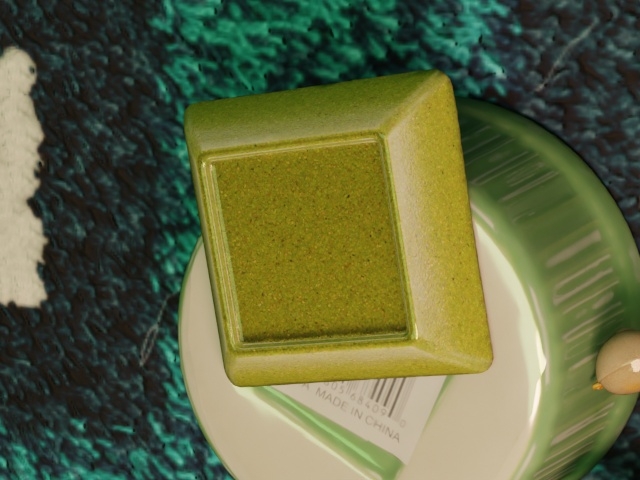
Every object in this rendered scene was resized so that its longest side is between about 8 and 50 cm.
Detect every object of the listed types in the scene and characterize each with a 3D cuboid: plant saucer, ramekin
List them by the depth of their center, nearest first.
[{"bbox_3d":[0.000,0.000,1.189,0.188,0.045,0.188,-6,98,27],"label":"plant saucer"},{"bbox_3d":[0.053,0.061,1.285,0.303,0.148,0.303,6,103,25],"label":"ramekin"}]

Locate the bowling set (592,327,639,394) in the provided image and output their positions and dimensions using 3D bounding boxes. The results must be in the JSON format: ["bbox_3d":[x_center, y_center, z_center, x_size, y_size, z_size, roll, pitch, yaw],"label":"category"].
[{"bbox_3d":[0.239,0.074,1.179,0.287,0.154,0.200,-34,68,40],"label":"bowling set"}]
